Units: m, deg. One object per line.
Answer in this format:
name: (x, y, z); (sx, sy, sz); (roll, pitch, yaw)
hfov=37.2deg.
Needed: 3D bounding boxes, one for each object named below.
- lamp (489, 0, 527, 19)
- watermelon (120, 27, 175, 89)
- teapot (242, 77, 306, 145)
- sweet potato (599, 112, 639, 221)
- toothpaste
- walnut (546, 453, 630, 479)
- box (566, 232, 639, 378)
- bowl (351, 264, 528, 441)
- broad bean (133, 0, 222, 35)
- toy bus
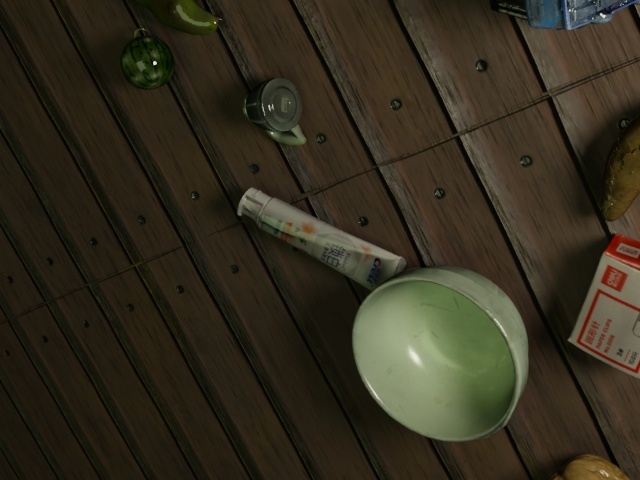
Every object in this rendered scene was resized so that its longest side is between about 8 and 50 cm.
lamp: (0.289, -0.418, 1.260); (0.125, 0.203, 0.283); (2, 112, 11)
watermelon: (-0.320, -0.329, 1.741); (0.109, 0.109, 0.109); (14, 120, 26)
teapot: (-0.088, -0.219, 1.661); (0.091, 0.092, 0.124); (4, 110, 49)
sweet potato: (0.498, -0.137, 1.326); (0.310, 0.098, 0.124); (-30, 71, 43)
toothpaste: (0.000, 0.000, 1.736); (0.323, 0.066, 0.100); (27, 126, 12)
walnut: (0.470, 0.458, 1.619); (0.184, 0.155, 0.155); (50, 129, 7)
box: (0.474, 0.101, 1.462); (0.133, 0.099, 0.182); (27, 124, 20)
bowl: (0.218, 0.172, 1.618); (0.307, 0.163, 0.307); (15, 121, 26)
broad bean: (-0.310, -0.438, 1.707); (0.325, 0.067, 0.075); (24, 94, 23)
toy bus: (0.363, -0.336, 1.229); (0.094, 0.237, 0.079); (22, 128, 43)
